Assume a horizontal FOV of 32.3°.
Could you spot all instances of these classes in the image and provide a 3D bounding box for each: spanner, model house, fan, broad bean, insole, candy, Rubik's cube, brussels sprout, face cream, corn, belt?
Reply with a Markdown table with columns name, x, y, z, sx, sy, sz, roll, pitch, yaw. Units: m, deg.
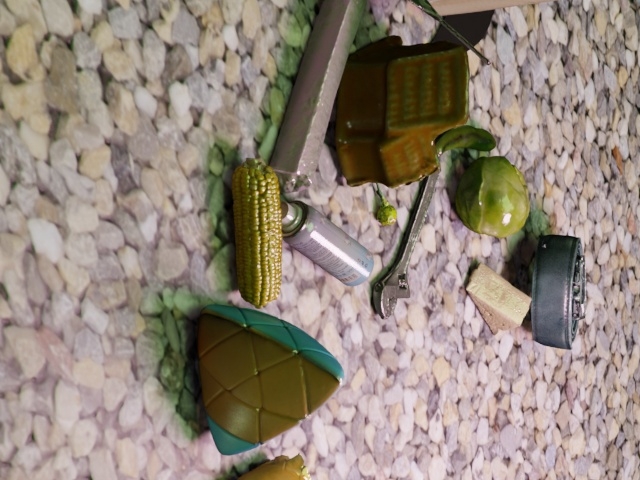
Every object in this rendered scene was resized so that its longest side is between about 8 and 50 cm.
| name | x | y | z | sx | sy | sz | roll | pitch | yaw |
| --- | --- | --- | --- | --- | --- | --- | --- | --- | --- |
| spanner | 0.167 | -0.001 | 2.075 | 0.093 | 0.026 | 0.326 | 37 | 66 | -44 |
| model house | 0.157 | -0.221 | 1.867 | 0.173 | 0.239 | 0.268 | -6 | 99 | -49 |
| fan | 0.145 | -0.410 | 1.824 | 0.012 | 0.294 | 0.223 | -48 | 150 | 17 |
| broad bean | 0.275 | -0.190 | 2.160 | 0.226 | 0.039 | 0.069 | -20 | 104 | -45 |
| insole | 0.258 | -0.387 | 2.134 | 0.348 | 0.009 | 0.119 | -57 | 131 | -27 |
| candy | 0.107 | -0.084 | 1.994 | 0.035 | 0.035 | 0.123 | -40 | 115 | -51 |
| Rubik's cube | -0.042 | 0.192 | 1.718 | 0.254 | 0.254 | 0.255 | -9 | 102 | -48 |
| brussels sprout | 0.340 | -0.075 | 2.188 | 0.183 | 0.131 | 0.145 | 57 | 33 | -36 |
| face cream | 0.000 | 0.000 | 1.843 | 0.229 | 0.075 | 0.075 | 37 | 68 | -46 |
| corn | -0.097 | -0.012 | 1.728 | 0.080 | 0.080 | 0.238 | -17 | 108 | -46 |
| belt | 0.514 | 0.117 | 2.380 | 0.206 | 0.116 | 0.268 | -55 | 145 | -55 |

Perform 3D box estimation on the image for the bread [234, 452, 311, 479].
| name | x | y | z | sx | sy | sz | roll | pitch | yaw |
| --- | --- | --- | --- | --- | --- | --- | --- | --- | --- |
| bread | -0.088 | 0.436 | 1.795 | 0.173 | 0.085 | 0.134 | -30 | 116 | -43 |

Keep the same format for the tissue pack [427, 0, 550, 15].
| name | x | y | z | sx | sy | sz | roll | pitch | yaw |
| --- | --- | --- | --- | --- | --- | --- | --- | --- | --- |
| tissue pack | 0.374 | -0.575 | 1.927 | 0.205 | 0.404 | 0.332 | 49 | 55 | -36 |

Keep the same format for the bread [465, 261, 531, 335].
| name | x | y | z | sx | sy | sz | roll | pitch | yaw |
| --- | --- | --- | --- | --- | --- | --- | --- | --- | --- |
| bread | 0.351 | 0.122 | 2.301 | 0.152 | 0.105 | 0.077 | 36 | 65 | -11 |

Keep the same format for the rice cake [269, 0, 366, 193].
| name | x | y | z | sx | sy | sz | roll | pitch | yaw |
| --- | --- | --- | --- | --- | --- | --- | --- | --- | --- |
| rice cake | -0.006 | -0.253 | 1.808 | 0.056 | 0.072 | 0.365 | 28 | 76 | -49 |
